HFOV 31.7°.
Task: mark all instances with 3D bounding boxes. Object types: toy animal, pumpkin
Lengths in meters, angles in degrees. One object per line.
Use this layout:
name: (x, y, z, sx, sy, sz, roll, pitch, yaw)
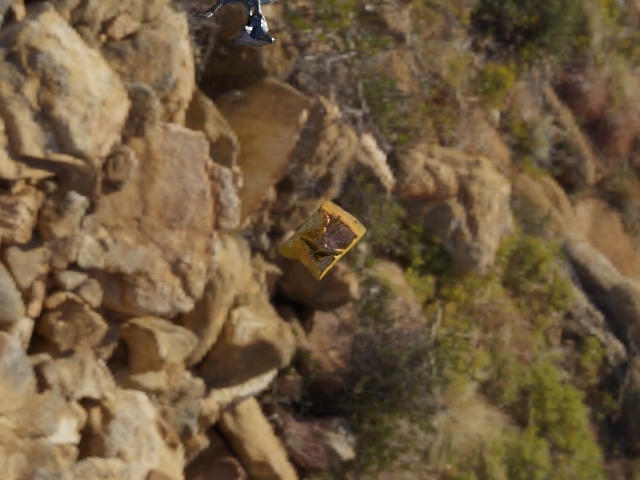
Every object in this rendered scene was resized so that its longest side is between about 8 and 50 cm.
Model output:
toy animal: (-0.078, -0.340, 1.523, 0.105, 0.070, 0.202, 45, 73, -20)
pumpkin: (0.000, -0.002, 1.466, 0.101, 0.073, 0.035, -49, 162, 0)
